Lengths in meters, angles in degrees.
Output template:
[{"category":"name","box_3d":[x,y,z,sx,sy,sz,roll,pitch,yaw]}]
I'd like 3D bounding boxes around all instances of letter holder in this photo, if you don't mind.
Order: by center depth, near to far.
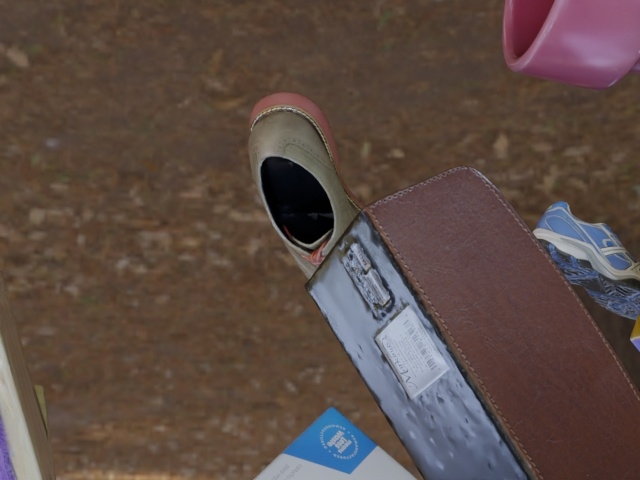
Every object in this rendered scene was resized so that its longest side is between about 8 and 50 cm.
[{"category":"letter holder","box_3d":[0.169,0.092,0.995,0.214,0.302,0.152,-24,164,-29]}]

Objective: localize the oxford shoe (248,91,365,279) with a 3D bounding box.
[{"category":"oxford shoe","box_3d":[0.000,0.000,1.414,0.123,0.130,0.348,-19,122,20]}]

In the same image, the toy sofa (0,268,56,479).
[{"category":"toy sofa","box_3d":[-0.247,0.058,0.668,0.150,0.177,0.362,-11,135,-10]}]

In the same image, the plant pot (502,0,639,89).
[{"category":"plant pot","box_3d":[0.210,-0.167,0.627,0.180,0.201,0.201,13,157,-2]}]

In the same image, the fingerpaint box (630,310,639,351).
[{"category":"fingerpaint box","box_3d":[0.573,-0.020,1.165,0.445,0.371,0.163,-20,119,45]}]

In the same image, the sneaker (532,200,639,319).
[{"category":"sneaker","box_3d":[0.346,0.027,1.423,0.211,0.081,0.080,31,150,-14]}]

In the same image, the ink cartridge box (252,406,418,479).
[{"category":"ink cartridge box","box_3d":[0.047,0.242,0.837,0.134,0.231,0.078,-37,162,-50]}]
